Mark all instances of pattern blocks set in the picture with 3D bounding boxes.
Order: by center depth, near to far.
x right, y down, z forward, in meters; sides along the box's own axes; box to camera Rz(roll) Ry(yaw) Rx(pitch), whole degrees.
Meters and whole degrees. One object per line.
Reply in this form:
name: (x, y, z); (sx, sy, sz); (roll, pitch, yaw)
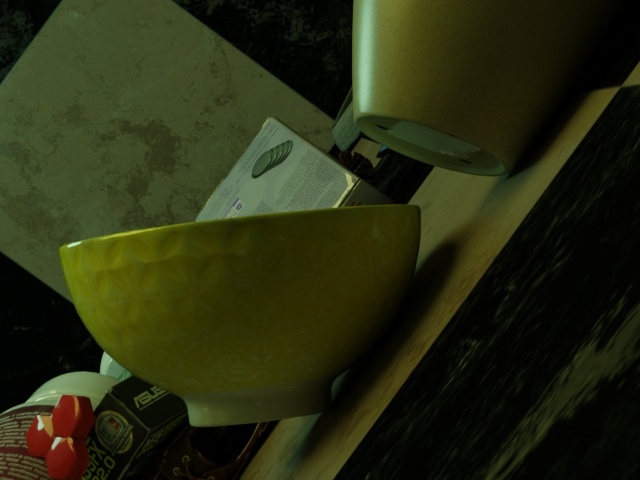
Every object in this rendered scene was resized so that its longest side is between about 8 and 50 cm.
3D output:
pattern blocks set: (-0.282, 0.328, 1.595); (0.325, 0.026, 0.285); (-41, 54, 25)

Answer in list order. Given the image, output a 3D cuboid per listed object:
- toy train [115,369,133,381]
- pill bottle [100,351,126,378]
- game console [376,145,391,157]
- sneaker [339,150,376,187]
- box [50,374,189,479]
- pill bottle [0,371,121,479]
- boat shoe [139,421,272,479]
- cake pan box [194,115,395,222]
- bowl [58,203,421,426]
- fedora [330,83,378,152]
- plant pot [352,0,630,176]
toy train: (-0.159, 0.151, 2.212); (0.334, 0.142, 0.190); (-55, 14, -13)
pill bottle: (-0.242, 0.188, 2.559); (0.162, 0.162, 0.278); (-54, 4, 4)
game console: (0.097, -0.184, 2.477); (0.071, 0.107, 0.122); (-26, 1, -8)
sneaker: (0.000, 0.000, 2.093); (0.225, 0.088, 0.093); (-52, -14, 2)
box: (-0.160, 0.194, 1.732); (0.270, 0.060, 0.216); (-29, -23, -55)
pill bottle: (-0.314, 0.314, 1.902); (0.224, 0.224, 0.392); (-52, 3, 27)
boat shoe: (-0.111, 0.205, 1.619); (0.207, 0.073, 0.073); (-55, 2, -15)
cake pan box: (-0.063, 0.009, 1.994); (0.267, 0.070, 0.246); (-55, 32, 1)
bowl: (-0.055, 0.064, 1.376); (0.289, 0.289, 0.156); (156, 107, -81)
fedora: (0.122, -0.206, 1.988); (0.275, 0.124, 0.244); (-64, 5, -17)
plant pot: (0.127, -0.199, 1.341); (0.256, 0.256, 0.274); (148, 142, -78)
